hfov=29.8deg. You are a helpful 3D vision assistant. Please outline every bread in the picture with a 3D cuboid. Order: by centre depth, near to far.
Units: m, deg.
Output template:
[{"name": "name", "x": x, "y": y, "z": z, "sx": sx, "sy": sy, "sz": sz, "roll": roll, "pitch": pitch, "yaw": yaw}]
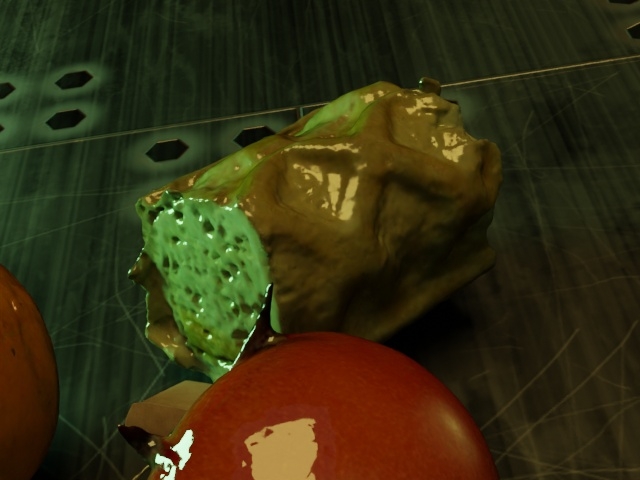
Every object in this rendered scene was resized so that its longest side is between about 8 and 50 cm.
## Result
[{"name": "bread", "x": 0.000, "y": -0.005, "z": 0.981, "sx": 0.252, "sy": 0.196, "sz": 0.238, "roll": -27, "pitch": 9, "yaw": -35}]

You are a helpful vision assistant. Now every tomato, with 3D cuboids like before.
[{"name": "tomato", "x": -0.014, "y": 0.178, "z": 0.706, "sx": 0.224, "sy": 0.256, "sz": 0.256, "roll": 32, "pitch": 46, "yaw": 7}]

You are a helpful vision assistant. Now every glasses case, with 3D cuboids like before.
[{"name": "glasses case", "x": -0.039, "y": 0.156, "z": 0.914, "sx": 0.193, "sy": 0.070, "sz": 0.102, "roll": 6, "pitch": 11, "yaw": 23}]

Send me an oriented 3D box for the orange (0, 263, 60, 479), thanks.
[{"name": "orange", "x": -0.335, "y": 0.118, "z": 0.880, "sx": 0.284, "sy": 0.226, "sz": 0.284, "roll": -2, "pitch": 30, "yaw": 1}]
